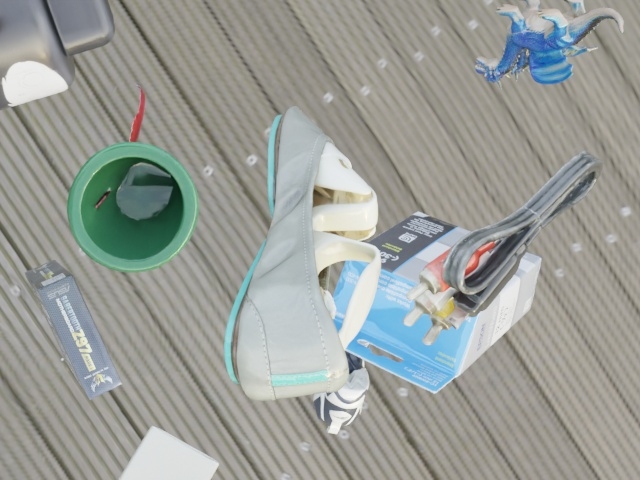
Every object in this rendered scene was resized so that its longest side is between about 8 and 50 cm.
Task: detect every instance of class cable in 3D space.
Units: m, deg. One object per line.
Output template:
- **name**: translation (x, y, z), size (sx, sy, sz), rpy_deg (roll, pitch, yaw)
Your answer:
- **cable**: translation (0.192, -0.015, 1.067), size (0.072, 0.139, 0.287), rpy_deg (32, 70, 29)

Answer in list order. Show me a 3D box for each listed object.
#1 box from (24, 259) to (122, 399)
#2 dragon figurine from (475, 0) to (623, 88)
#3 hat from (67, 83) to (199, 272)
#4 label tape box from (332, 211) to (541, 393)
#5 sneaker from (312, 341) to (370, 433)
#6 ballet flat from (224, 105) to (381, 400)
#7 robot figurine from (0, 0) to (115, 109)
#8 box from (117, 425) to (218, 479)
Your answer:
- **box**: translation (-0.385, 0.132, 1.559), size (0.059, 0.233, 0.183), rpy_deg (-25, 102, -17)
- **dragon figurine**: translation (0.343, -0.286, 1.472), size (0.085, 0.289, 0.144), rpy_deg (-45, 126, -27)
- **hat**: translation (-0.249, -0.077, 1.430), size (0.173, 0.183, 0.208), rpy_deg (31, 103, -11)
- **label tape box**: translation (0.174, 0.088, 1.657), size (0.348, 0.249, 0.115), rpy_deg (-28, 134, -50)
- **sneaker**: translation (0.033, 0.243, 1.782), size (0.094, 0.235, 0.153), rpy_deg (10, 122, -13)
- **ballet flat**: translation (0.000, 0.000, 0.537), size (0.068, 0.072, 0.213), rpy_deg (-3, 40, 10)
- **robot figurine**: translation (-0.344, -0.207, 0.968), size (0.278, 0.209, 0.173), rpy_deg (-18, 74, -5)
- **box**: translation (-0.287, 0.447, 1.528), size (0.121, 0.148, 0.311), rpy_deg (31, 72, -2)
